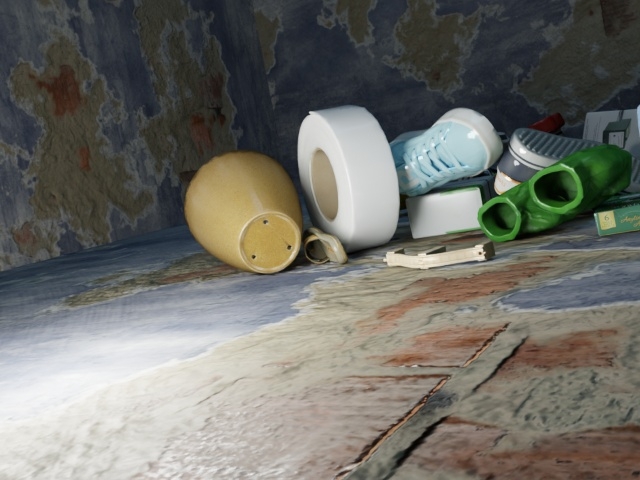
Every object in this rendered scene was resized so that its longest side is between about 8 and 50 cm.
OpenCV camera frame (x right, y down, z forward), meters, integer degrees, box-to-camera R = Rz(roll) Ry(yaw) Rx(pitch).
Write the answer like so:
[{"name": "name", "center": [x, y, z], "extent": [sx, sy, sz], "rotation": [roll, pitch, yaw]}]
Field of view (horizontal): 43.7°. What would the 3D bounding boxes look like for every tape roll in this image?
[{"name": "tape roll", "center": [0.049, -0.119, 1.571], "extent": [0.100, 0.286, 0.286], "rotation": [-13, 7, -18]}]

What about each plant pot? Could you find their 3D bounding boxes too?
[{"name": "plant pot", "center": [-0.127, -0.036, 1.547], "extent": [0.237, 0.237, 0.254], "rotation": [-12, 21, -15]}]

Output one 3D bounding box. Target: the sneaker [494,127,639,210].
[{"name": "sneaker", "center": [0.471, -0.113, 1.482], "extent": [0.321, 0.127, 0.126], "rotation": [12, 40, -15]}]

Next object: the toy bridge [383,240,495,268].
[{"name": "toy bridge", "center": [0.174, 0.026, 1.244], "extent": [0.188, 0.026, 0.063], "rotation": [-6, 9, 41]}]

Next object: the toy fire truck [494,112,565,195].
[{"name": "toy fire truck", "center": [0.529, -0.188, 2.043], "extent": [0.253, 0.169, 0.302], "rotation": [-30, -2, 27]}]

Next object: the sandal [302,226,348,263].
[{"name": "sandal", "center": [-0.003, 0.018, 1.494], "extent": [0.049, 0.072, 0.180], "rotation": [-35, 17, -13]}]

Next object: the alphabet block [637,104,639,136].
[{"name": "alphabet block", "center": [0.700, -0.173, 1.393], "extent": [0.197, 0.193, 0.193], "rotation": [-17, 10, -35]}]

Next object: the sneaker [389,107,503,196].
[{"name": "sneaker", "center": [0.203, -0.140, 1.522], "extent": [0.150, 0.135, 0.366], "rotation": [-44, 10, -19]}]

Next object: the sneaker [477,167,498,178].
[{"name": "sneaker", "center": [0.496, -0.185, 2.314], "extent": [0.097, 0.084, 0.235], "rotation": [-9, 6, 5]}]

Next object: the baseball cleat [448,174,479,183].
[{"name": "baseball cleat", "center": [0.345, -0.142, 1.989], "extent": [0.205, 0.109, 0.072], "rotation": [-24, 26, 8]}]

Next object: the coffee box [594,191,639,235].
[{"name": "coffee box", "center": [0.503, -0.048, 1.273], "extent": [0.113, 0.041, 0.184], "rotation": [-10, 6, 24]}]

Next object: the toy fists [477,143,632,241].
[{"name": "toy fists", "center": [0.384, -0.074, 1.292], "extent": [0.142, 0.096, 0.279], "rotation": [-27, -6, -28]}]

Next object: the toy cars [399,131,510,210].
[{"name": "toy cars", "center": [0.302, -0.188, 2.082], "extent": [0.393, 0.087, 0.176], "rotation": [-33, -31, 21]}]

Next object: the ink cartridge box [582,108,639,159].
[{"name": "ink cartridge box", "center": [0.770, -0.232, 1.840], "extent": [0.211, 0.122, 0.289], "rotation": [5, 6, -11]}]

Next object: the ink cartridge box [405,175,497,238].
[{"name": "ink cartridge box", "center": [0.279, -0.072, 1.656], "extent": [0.153, 0.087, 0.208], "rotation": [-9, 8, 23]}]
